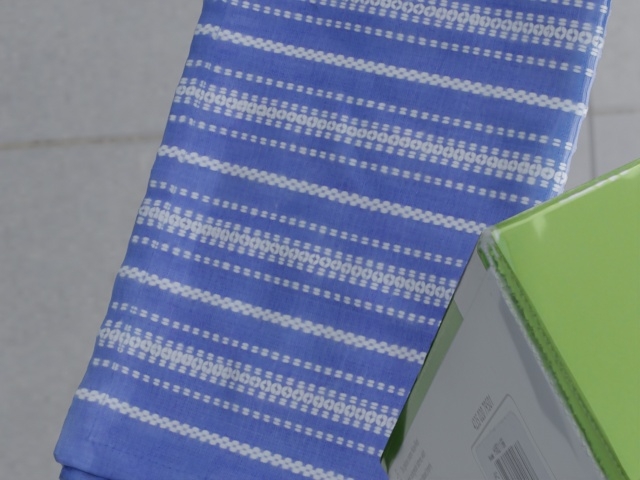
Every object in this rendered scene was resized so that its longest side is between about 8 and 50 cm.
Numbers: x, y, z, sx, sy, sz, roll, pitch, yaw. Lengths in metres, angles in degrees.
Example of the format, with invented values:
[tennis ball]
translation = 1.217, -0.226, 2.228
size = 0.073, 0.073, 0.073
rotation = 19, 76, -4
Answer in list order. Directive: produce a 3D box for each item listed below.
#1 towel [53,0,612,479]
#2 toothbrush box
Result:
[towel]
translation = 0.000, 0.000, 0.992
size = 0.040, 0.243, 0.336
rotation = 25, 81, -61
[toothbrush box]
translation = 0.171, 0.021, 0.450
size = 0.283, 0.206, 0.122
rotation = -24, 75, -10
